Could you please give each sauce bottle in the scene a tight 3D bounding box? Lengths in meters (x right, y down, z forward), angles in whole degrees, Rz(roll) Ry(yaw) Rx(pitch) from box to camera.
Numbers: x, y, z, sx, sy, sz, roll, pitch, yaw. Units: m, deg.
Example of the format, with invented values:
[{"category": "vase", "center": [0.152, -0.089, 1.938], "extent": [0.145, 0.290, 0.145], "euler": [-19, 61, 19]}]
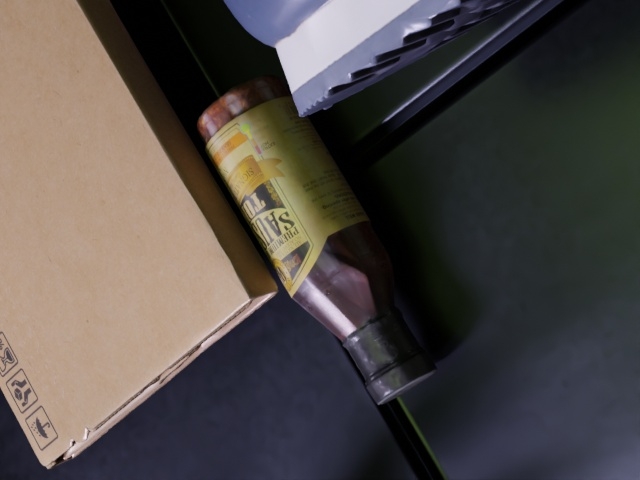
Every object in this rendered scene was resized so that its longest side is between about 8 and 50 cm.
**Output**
[{"category": "sauce bottle", "center": [0.000, 0.000, 0.525], "extent": [0.042, 0.042, 0.128], "euler": [-38, 76, 29]}]

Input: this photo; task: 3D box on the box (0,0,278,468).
[{"category": "box", "center": [-0.117, -0.025, 0.585], "extent": [0.164, 0.021, 0.201], "euler": [-39, 77, 40]}]

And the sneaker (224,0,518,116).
[{"category": "sneaker", "center": [0.071, -0.161, 0.339], "extent": [0.319, 0.112, 0.131], "euler": [-35, 86, 33]}]
